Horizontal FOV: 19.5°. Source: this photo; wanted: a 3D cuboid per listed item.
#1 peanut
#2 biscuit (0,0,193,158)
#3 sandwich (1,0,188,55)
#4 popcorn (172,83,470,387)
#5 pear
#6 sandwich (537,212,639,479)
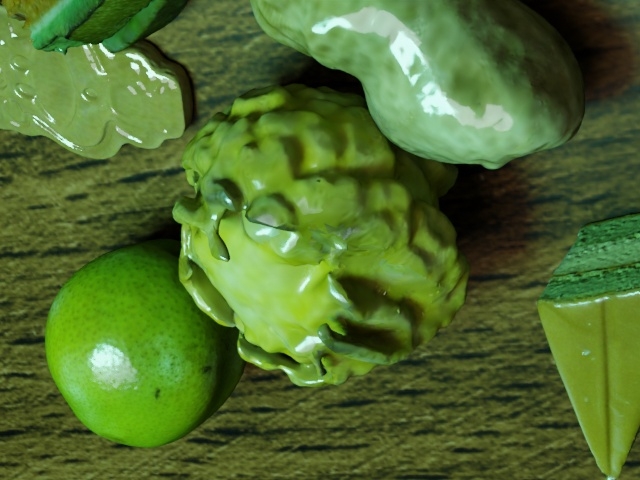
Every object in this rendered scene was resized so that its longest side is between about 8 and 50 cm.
[{"bbox_3d":[0.067,-0.138,1.309,0.253,0.122,0.137,39,109,-1],"label":"peanut"},{"bbox_3d":[-0.215,-0.135,1.545,0.236,0.040,0.144,16,137,21],"label":"biscuit"},{"bbox_3d":[-0.169,-0.234,1.395,0.160,0.109,0.185,55,137,9],"label":"sandwich"},{"bbox_3d":[0.000,0.000,1.419,0.250,0.190,0.250,18,150,11],"label":"popcorn"},{"bbox_3d":[-0.135,0.064,1.570,0.166,0.180,0.216,35,108,30],"label":"pear"},{"bbox_3d":[0.260,0.077,1.379,0.144,0.117,0.187,-5,122,37],"label":"sandwich"}]
